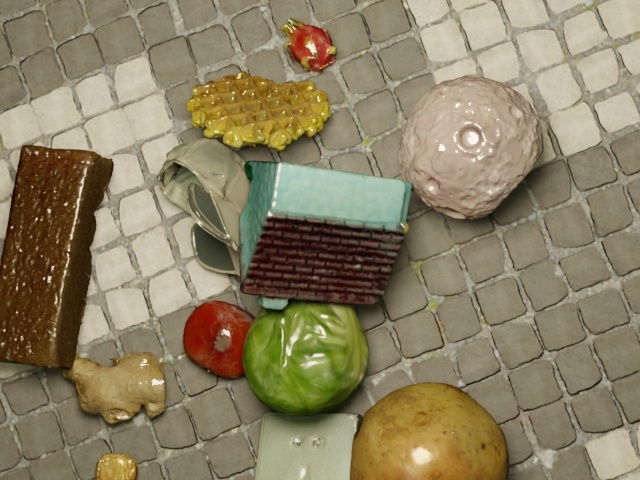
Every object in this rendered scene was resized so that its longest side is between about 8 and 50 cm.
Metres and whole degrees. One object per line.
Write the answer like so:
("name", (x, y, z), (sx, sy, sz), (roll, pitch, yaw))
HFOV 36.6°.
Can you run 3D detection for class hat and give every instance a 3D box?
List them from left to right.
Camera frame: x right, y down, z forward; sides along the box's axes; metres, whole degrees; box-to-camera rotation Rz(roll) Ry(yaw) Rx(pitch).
("hat", (-0.181, -0.061, 1.765), (0.161, 0.232, 0.275), (-28, 73, -10))

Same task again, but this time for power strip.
("power strip", (-0.018, 0.422, 1.779), (0.198, 0.064, 0.213), (0, 66, 12))

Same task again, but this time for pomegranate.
("pomegranate", (0.185, 0.382, 1.673), (0.281, 0.281, 0.281), (0, 86, 5))

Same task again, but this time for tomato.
("tomato", (-0.187, 0.185, 1.806), (0.159, 0.091, 0.139), (30, 88, 8))

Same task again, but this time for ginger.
("ginger", (-0.393, 0.276, 1.826), (0.213, 0.074, 0.137), (0, 69, 2))

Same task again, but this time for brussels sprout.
("brussels sprout", (-0.028, 0.194, 1.736), (0.244, 0.244, 0.244), (0, 86, 5))

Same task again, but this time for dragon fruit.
("dragon fruit", (-0.024, -0.373, 1.835), (0.086, 0.081, 0.116), (-39, 96, -19))

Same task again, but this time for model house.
("model house", (0.000, 0.000, 1.682), (0.280, 0.230, 0.249), (7, 94, -19))

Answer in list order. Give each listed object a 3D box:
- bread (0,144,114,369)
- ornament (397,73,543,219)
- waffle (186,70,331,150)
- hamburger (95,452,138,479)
("bread", (-0.512, 0.033, 1.822), (0.165, 0.113, 0.417), (8, 84, 16))
("ornament", (0.258, -0.170, 1.710), (0.225, 0.259, 0.259), (40, 90, 3))
("waffle", (-0.117, -0.248, 1.797), (0.253, 0.056, 0.249), (26, 44, 25))
("hamburger", (-0.385, 0.438, 1.828), (0.083, 0.044, 0.076), (8, 85, 4))
